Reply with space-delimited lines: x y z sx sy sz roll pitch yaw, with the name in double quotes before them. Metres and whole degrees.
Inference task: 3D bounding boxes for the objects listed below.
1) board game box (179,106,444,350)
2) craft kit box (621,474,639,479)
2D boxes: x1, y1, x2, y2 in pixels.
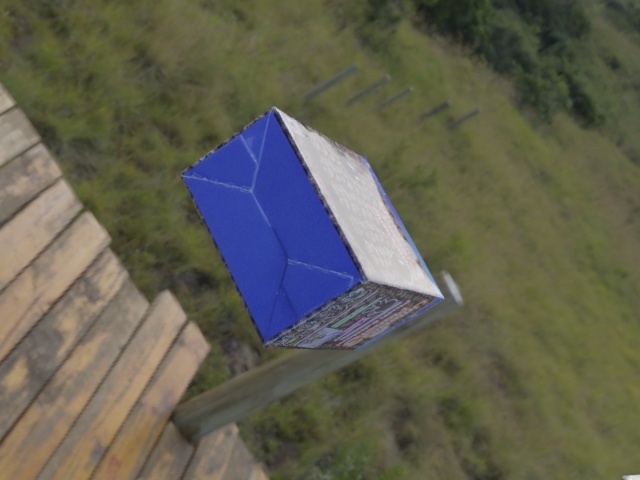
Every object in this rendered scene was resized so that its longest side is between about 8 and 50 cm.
"board game box" 0.000 0.000 1.137 0.232 0.141 0.291 62 17 17
"craft kit box" 0.315 0.208 0.469 0.246 0.250 0.060 -111 -157 -61
